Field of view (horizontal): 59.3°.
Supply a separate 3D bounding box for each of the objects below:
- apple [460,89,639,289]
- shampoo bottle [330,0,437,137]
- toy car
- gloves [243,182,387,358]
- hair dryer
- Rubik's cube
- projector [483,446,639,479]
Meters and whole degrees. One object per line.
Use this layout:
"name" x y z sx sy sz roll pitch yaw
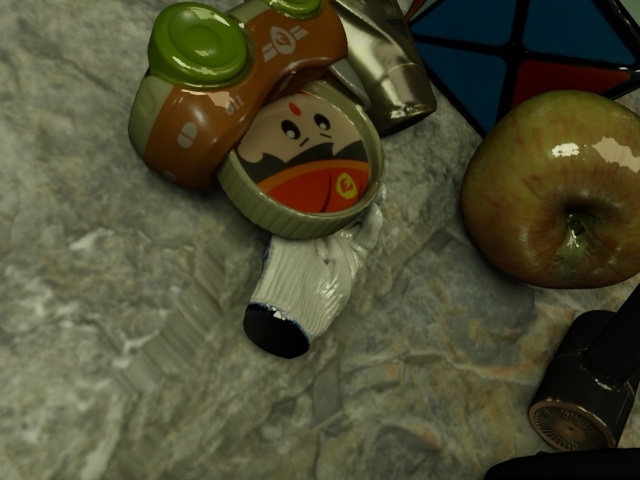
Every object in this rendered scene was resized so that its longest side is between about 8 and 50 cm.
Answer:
"apple" 0.298 -0.058 0.690 0.261 0.261 0.194 43 32 -17
"shampoo bottle" 0.031 -0.296 0.676 0.126 0.084 0.350 -26 91 -35
"toy car" -0.034 -0.107 0.508 0.235 0.145 0.235 11 64 -23
"gloves" -0.005 0.003 0.548 0.119 0.097 0.229 42 61 -21
"hair dryer" 0.367 0.096 0.645 0.107 0.352 0.189 30 51 20
"Rubik's cube" 0.291 -0.318 0.762 0.248 0.246 0.250 39 56 -20
"projector" 0.358 0.305 0.431 0.395 0.405 0.242 12 66 3
